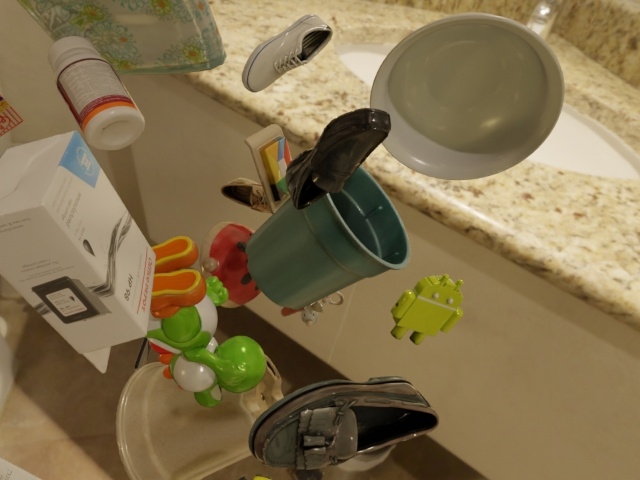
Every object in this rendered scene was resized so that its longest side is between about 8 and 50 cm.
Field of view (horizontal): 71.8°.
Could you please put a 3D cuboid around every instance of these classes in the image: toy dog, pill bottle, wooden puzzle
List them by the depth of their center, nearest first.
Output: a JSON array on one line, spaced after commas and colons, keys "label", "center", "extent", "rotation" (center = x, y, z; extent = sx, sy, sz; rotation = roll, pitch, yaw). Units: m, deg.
[{"label": "pill bottle", "center": [-0.471, -0.307, 0.922], "extent": [0.121, 0.121, 0.221], "rotation": [-25, 74, -35]}, {"label": "wooden puzzle", "center": [-0.128, -0.220, 1.338], "extent": [0.044, 0.239, 0.221], "rotation": [-11, 22, 24]}, {"label": "toy dog", "center": [-0.064, 0.222, 1.713], "extent": [0.220, 0.334, 0.161], "rotation": [-24, 31, 21]}]

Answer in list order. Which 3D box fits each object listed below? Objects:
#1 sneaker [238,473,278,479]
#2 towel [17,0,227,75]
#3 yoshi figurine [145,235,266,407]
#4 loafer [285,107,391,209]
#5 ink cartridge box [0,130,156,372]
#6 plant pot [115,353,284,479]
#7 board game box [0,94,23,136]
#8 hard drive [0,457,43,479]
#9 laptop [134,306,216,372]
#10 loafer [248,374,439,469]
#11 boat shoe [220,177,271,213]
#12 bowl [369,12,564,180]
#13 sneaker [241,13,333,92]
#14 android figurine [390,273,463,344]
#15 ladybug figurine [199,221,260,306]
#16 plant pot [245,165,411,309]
[{"label": "sneaker", "center": [-0.003, 0.501, 0.689], "extent": [0.343, 0.134, 0.146], "rotation": [14, 6, 4]}, {"label": "towel", "center": [-0.425, -0.490, 0.946], "extent": [0.374, 0.320, 0.090], "rotation": [-4, 70, 5]}, {"label": "yoshi figurine", "center": [-0.202, 0.174, 0.837], "extent": [0.203, 0.362, 0.203], "rotation": [14, 42, 26]}, {"label": "loafer", "center": [0.020, -0.104, 0.607], "extent": [0.076, 0.223, 0.078], "rotation": [5, 72, -30]}, {"label": "ink cartridge box", "center": [-0.191, 0.016, 0.367], "extent": [0.060, 0.180, 0.104], "rotation": [-16, 42, -1]}, {"label": "plant pot", "center": [-0.262, 0.424, 1.092], "extent": [0.305, 0.334, 0.334], "rotation": [-22, 43, 14]}, {"label": "board game box", "center": [-0.842, -0.301, 1.097], "extent": [0.147, 0.193, 0.045], "rotation": [-45, 102, -16]}, {"label": "hard drive", "center": [-0.945, 0.808, 1.372], "extent": [0.040, 0.307, 0.203], "rotation": [-41, 24, -1]}, {"label": "laptop", "center": [-0.579, 0.391, 1.821], "extent": [0.236, 0.382, 0.408], "rotation": [17, 58, -12]}, {"label": "loafer", "center": [0.043, 0.236, 0.573], "extent": [0.267, 0.096, 0.084], "rotation": [-2, 13, -35]}, {"label": "boat shoe", "center": [-0.229, -0.160, 1.710], "extent": [0.341, 0.122, 0.110], "rotation": [14, 22, 24]}, {"label": "bowl", "center": [0.241, -0.257, 0.753], "extent": [0.297, 0.298, 0.134], "rotation": [16, 51, 1]}, {"label": "sneaker", "center": [-0.081, -0.455, 1.077], "extent": [0.258, 0.094, 0.091], "rotation": [-44, 51, -3]}, {"label": "android figurine", "center": [0.347, 0.219, 1.415], "extent": [0.248, 0.273, 0.056], "rotation": [23, 24, -26]}, {"label": "ladybug figurine", "center": [-0.278, 0.082, 1.559], "extent": [0.162, 0.305, 0.449], "rotation": [-6, 1, 11]}, {"label": "plant pot", "center": [0.000, 0.000, 1.169], "extent": [0.341, 0.334, 0.341], "rotation": [36, 35, -31]}]
